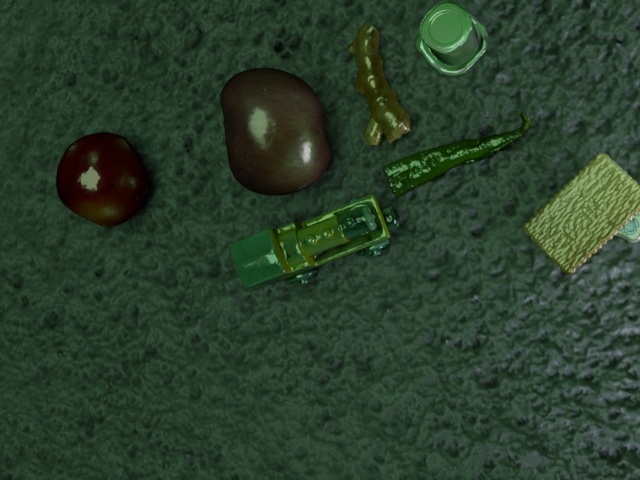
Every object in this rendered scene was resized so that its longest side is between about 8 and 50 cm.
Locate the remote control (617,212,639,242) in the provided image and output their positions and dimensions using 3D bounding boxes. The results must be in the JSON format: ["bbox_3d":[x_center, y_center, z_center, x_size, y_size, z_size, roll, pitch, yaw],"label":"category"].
[{"bbox_3d":[0.691,-0.058,1.797,0.074,0.032,0.122,26,97,15],"label":"remote control"}]

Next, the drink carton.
[{"bbox_3d":[0.294,-0.464,1.853,0.144,0.142,0.146,46,101,10],"label":"drink carton"}]

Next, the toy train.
[{"bbox_3d":[0.000,0.000,1.898,0.369,0.237,0.150,-22,83,16],"label":"toy train"}]

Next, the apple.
[{"bbox_3d":[-0.106,-0.257,1.908,0.235,0.306,0.305,-10,88,-8],"label":"apple"}]

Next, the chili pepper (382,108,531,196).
[{"bbox_3d":[0.315,-0.203,1.886,0.359,0.076,0.085,-23,104,20],"label":"chili pepper"}]

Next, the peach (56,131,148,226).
[{"bbox_3d":[-0.553,-0.159,2.081,0.243,0.199,0.243,0,89,7],"label":"peach"}]

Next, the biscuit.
[{"bbox_3d":[0.587,-0.058,1.811,0.249,0.030,0.160,-47,68,16],"label":"biscuit"}]

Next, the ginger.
[{"bbox_3d":[0.136,-0.375,1.942,0.118,0.065,0.298,-12,85,13],"label":"ginger"}]
